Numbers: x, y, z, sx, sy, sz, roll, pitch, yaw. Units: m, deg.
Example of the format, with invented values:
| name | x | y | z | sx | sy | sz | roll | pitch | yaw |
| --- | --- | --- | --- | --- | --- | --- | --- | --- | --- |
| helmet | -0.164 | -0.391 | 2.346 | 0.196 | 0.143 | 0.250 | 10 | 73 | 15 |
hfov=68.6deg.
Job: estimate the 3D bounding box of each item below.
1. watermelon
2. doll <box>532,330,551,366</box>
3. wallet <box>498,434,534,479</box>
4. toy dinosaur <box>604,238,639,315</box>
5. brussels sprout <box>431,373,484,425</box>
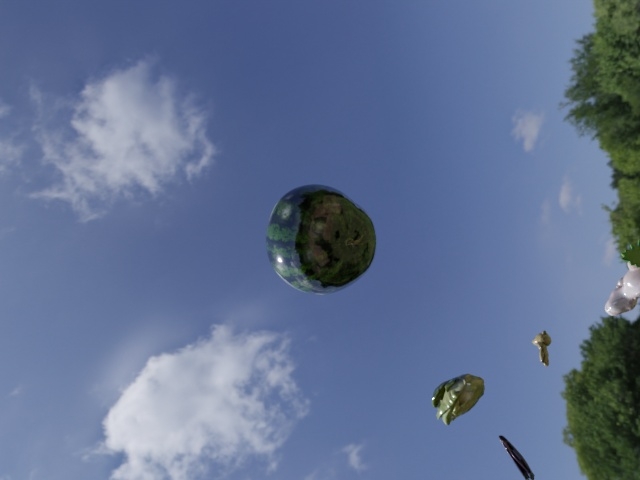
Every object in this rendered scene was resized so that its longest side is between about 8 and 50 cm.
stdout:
| name | x | y | z | sx | sy | sz | roll | pitch | yaw |
| --- | --- | --- | --- | --- | --- | --- | --- | --- | --- |
| watermelon | -0.003 | -0.001 | 1.106 | 0.269 | 0.269 | 0.269 | 4 | -96 | -50 |
| doll | 0.633 | 0.303 | 1.324 | 0.061 | 0.051 | 0.093 | 47 | -155 | -32 |
| wallet | 0.527 | 0.582 | 1.255 | 0.166 | 0.030 | 0.111 | 50 | -171 | -51 |
| toy dinosaur | 0.799 | 0.103 | 1.138 | 0.194 | 0.152 | 0.177 | -40 | -37 | -9 |
| brussels sprout | 0.385 | 0.435 | 1.309 | 0.139 | 0.100 | 0.181 | 2 | -63 | -28 |
